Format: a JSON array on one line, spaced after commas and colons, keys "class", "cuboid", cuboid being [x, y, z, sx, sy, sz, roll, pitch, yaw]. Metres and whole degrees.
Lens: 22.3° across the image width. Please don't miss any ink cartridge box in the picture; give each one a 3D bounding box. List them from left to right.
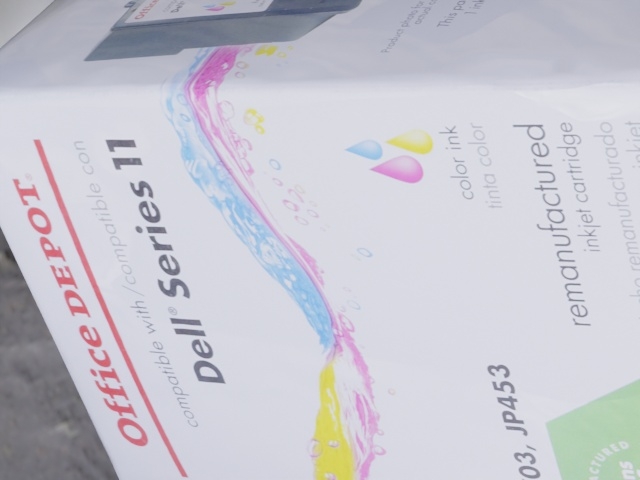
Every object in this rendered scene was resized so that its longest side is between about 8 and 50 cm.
[{"class": "ink cartridge box", "cuboid": [0.000, 0.000, 0.626, 0.354, 0.207, 0.119, 2, 36, 32]}]
